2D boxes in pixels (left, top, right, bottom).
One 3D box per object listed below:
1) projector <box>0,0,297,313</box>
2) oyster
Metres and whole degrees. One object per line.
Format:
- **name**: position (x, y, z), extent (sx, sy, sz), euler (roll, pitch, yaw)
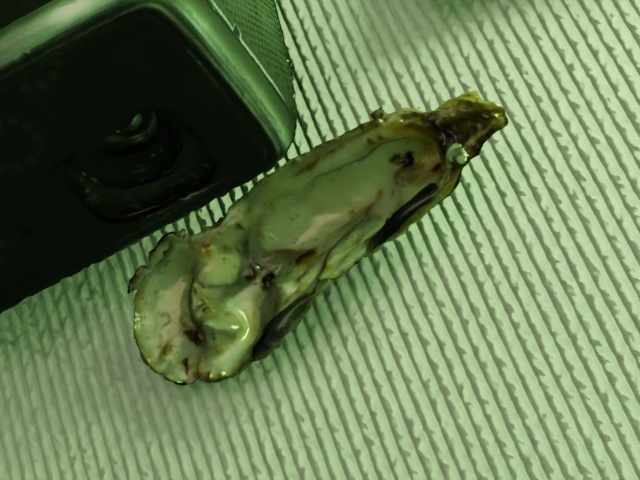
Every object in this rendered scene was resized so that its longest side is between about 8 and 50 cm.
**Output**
- **projector**: position (-0.253, -0.185, 1.243), extent (0.395, 0.242, 0.405), euler (-27, 45, 15)
- **oyster**: position (-0.001, -0.002, 1.148), extent (0.345, 0.078, 0.129), euler (-35, 57, 15)
